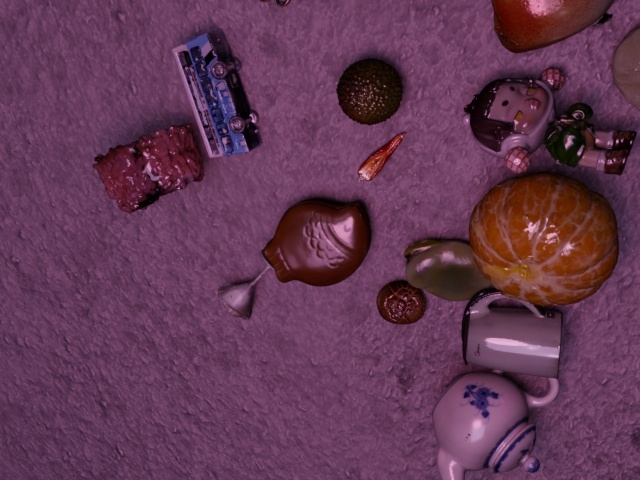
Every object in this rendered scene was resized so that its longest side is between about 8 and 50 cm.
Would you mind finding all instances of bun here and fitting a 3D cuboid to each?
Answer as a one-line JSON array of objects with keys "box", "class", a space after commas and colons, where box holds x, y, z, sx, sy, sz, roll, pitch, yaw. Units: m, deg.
[{"box": [0.711, -0.359, 1.621, 0.195, 0.118, 0.196, 5, 114, 11], "class": "bun"}]

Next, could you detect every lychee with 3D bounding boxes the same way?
[{"box": [0.111, -0.341, 1.773, 0.171, 0.171, 0.171, 5, 111, 14], "class": "lychee"}]

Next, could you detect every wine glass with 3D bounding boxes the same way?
[{"box": [-0.175, 0.108, 2.058, 0.122, 0.122, 0.183, 43, 109, -3], "class": "wine glass"}]

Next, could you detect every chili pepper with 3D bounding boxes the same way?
[{"box": [0.148, -0.206, 1.887, 0.045, 0.027, 0.178, 39, 116, -6], "class": "chili pepper"}]

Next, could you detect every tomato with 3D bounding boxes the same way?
[{"box": [0.460, -0.519, 1.538, 0.238, 0.303, 0.304, -2, 109, 19], "class": "tomato"}]

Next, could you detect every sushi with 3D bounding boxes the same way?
[{"box": [-0.412, -0.184, 1.947, 0.270, 0.236, 0.171, -19, 99, 37], "class": "sushi"}]

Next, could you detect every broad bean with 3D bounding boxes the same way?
[{"box": [0.314, 0.068, 1.911, 0.227, 0.100, 0.169, 25, 123, -8], "class": "broad bean"}]

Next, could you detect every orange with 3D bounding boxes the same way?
[{"box": [0.495, -0.008, 1.722, 0.329, 0.249, 0.329, 15, 138, 14], "class": "orange"}]

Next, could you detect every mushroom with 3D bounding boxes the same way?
[{"box": [0.205, 0.161, 1.976, 0.126, 0.085, 0.109, -8, 107, 13], "class": "mushroom"}]

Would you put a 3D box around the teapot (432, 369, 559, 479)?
[{"box": [0.428, 0.469, 1.922, 0.424, 0.252, 0.280, -45, 60, -9], "class": "teapot"}]

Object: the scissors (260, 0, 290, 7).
[{"box": [-0.091, -0.656, 1.793, 0.088, 0.017, 0.220, 19, 114, 12], "class": "scissors"}]

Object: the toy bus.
[{"box": [-0.250, -0.355, 1.905, 0.130, 0.106, 0.297, -12, 105, 22], "class": "toy bus"}]

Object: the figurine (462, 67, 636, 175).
[{"box": [0.485, -0.243, 1.683, 0.369, 0.281, 0.167, 20, 156, 17], "class": "figurine"}]

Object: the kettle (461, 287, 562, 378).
[{"box": [0.462, 0.216, 1.882, 0.236, 0.161, 0.221, 5, 116, 17], "class": "kettle"}]

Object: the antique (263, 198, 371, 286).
[{"box": [0.000, 0.000, 1.943, 0.278, 0.129, 0.224, -31, 97, 19], "class": "antique"}]
